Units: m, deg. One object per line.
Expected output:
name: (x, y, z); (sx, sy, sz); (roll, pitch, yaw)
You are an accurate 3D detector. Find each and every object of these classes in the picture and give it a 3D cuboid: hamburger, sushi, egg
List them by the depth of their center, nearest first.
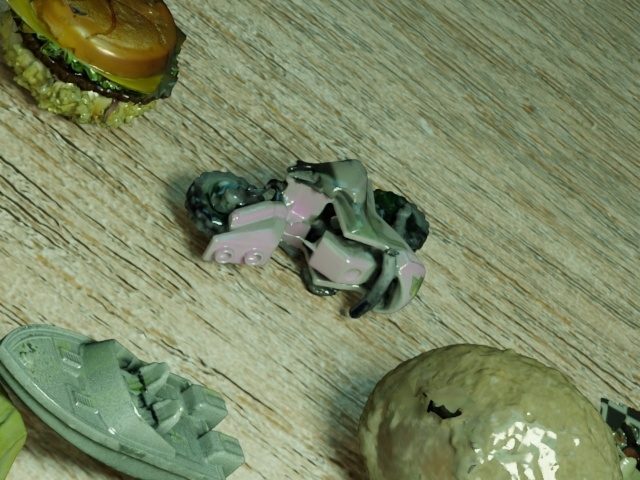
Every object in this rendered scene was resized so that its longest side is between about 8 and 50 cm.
egg: (0.189, 0.246, 1.980); (0.310, 0.279, 0.279); (43, 33, 27)
hamburger: (-0.282, -0.245, 2.196); (0.243, 0.138, 0.261); (37, 35, -7)
sushi: (0.422, 0.293, 2.327); (0.201, 0.031, 0.139); (21, 61, -29)

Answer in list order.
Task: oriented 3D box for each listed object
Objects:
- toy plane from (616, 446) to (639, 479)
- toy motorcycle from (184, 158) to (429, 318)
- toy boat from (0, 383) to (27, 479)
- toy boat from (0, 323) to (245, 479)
toy plane: (0.276, 0.242, 2.203); (0.286, 0.092, 0.108); (24, 39, -11)
toy motorcycle: (0.000, 0.000, 2.181); (0.327, 0.143, 0.188); (5, 47, -29)
toy boat: (-0.340, 0.221, 1.642); (0.084, 0.111, 0.276); (30, 30, 0)
toy boat: (-0.205, 0.157, 1.790); (0.319, 0.092, 0.141); (29, 28, -46)
